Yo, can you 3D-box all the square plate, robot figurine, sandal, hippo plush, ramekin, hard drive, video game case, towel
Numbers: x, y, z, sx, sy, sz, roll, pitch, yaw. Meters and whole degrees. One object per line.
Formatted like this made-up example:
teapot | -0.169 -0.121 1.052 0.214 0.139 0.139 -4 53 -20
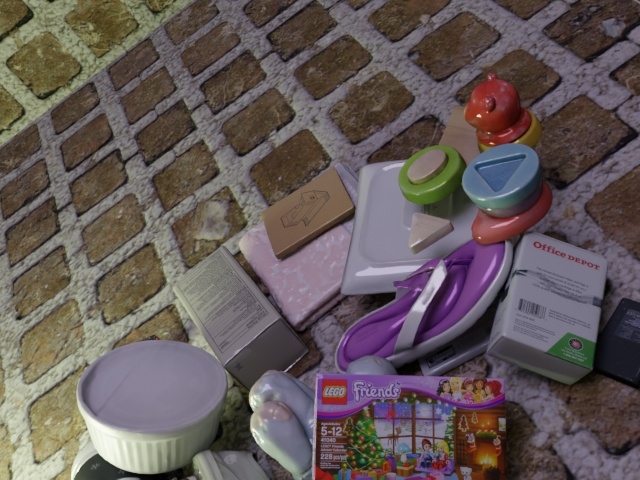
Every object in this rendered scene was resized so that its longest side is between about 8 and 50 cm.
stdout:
square plate | 0.217 -0.054 1.643 0.344 0.049 0.347 -6 50 21
robot figurine | -0.362 0.482 1.552 0.209 0.173 0.278 -11 36 -21
sandal | 0.161 0.119 1.466 0.416 0.102 0.169 -42 34 26
hippo plush | 0.035 0.296 1.382 0.236 0.234 0.294 -31 41 10
ramekin | -0.308 0.311 1.548 0.273 0.127 0.273 3 29 -2
hard drive | 0.494 0.162 1.333 0.094 0.022 0.135 21 67 44
video game case | 0.256 0.133 1.529 0.212 0.023 0.193 -30 42 11
towel | 0.000 0.000 1.809 0.317 0.053 0.332 -39 40 0

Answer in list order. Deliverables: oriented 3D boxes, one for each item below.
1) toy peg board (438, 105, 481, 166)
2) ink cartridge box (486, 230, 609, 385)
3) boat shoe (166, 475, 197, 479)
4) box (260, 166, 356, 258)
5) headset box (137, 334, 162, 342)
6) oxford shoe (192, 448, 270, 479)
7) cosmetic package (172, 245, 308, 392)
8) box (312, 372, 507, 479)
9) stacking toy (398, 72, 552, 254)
toy peg board | 0.316 -0.163 1.618 0.161 0.079 0.160 14 72 31
ink cartridge box | 0.373 0.108 1.368 0.153 0.087 0.208 21 60 1
boat shoe | -0.218 0.555 1.376 0.095 0.112 0.335 -7 55 -22
box | -0.030 -0.063 1.834 0.201 0.021 0.164 -32 40 8
headset box | -0.369 0.244 1.829 0.062 0.083 0.032 -26 43 15
oxford shoe | -0.089 0.508 1.359 0.130 0.169 0.449 -10 38 -22
cosmetic package | -0.170 0.160 1.729 0.153 0.129 0.296 -39 41 -3
box | 0.135 0.309 1.276 0.293 0.057 0.201 2 75 -2
stacking toy | 0.249 -0.138 1.464 0.279 0.130 0.309 -19 41 20
